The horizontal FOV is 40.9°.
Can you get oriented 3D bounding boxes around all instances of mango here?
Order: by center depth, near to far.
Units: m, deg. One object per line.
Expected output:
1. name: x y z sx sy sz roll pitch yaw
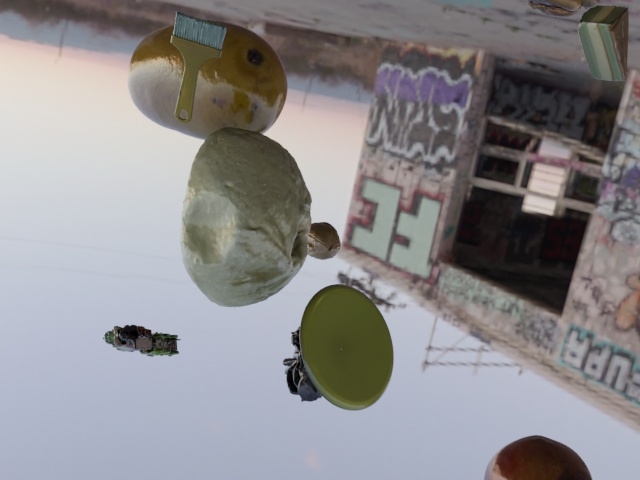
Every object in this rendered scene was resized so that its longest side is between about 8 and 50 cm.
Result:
1. mango: -0.281 -0.374 2.041 0.445 0.300 0.232 6 -138 35

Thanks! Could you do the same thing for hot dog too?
1. hot dog: 0.410 -0.428 1.493 0.140 0.060 0.090 27 -178 24

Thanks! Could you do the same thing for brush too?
1. brush: -0.212 -0.274 1.407 0.083 0.205 0.011 16 -138 -5

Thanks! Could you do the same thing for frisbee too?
1. frisbee: 0.054 0.194 1.581 0.235 0.236 0.017 -1 166 -43

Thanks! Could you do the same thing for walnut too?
1. walnut: 0.000 0.000 2.354 0.105 0.105 0.124 1 -161 -37

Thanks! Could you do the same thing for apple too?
1. apple: 0.453 0.523 1.762 0.229 0.230 0.230 11 -167 -3

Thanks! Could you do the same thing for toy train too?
1. toy train: -0.355 0.204 1.718 0.085 0.053 0.249 -5 168 11

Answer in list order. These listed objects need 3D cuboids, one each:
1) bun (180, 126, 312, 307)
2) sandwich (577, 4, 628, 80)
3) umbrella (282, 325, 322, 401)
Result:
1. bun: -0.133 -0.045 1.690 0.227 0.349 0.353 6 -145 6
2. sandwich: 0.580 -0.390 1.775 0.079 0.163 0.113 15 -143 33
3. umbrella: -0.025 0.290 1.898 0.128 0.155 0.337 4 -160 2
